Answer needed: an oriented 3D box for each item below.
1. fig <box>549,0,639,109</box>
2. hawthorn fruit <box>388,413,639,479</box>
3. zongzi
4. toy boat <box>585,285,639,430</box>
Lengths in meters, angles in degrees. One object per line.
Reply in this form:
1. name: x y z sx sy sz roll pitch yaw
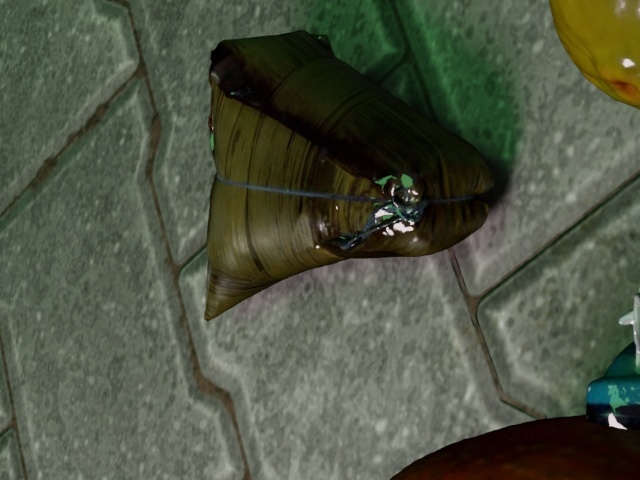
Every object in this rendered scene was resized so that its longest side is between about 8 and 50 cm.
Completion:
1. fig: 0.277 -0.189 1.221 0.230 0.207 0.207 -34 46 -5
2. hawthorn fruit: 0.189 0.248 1.148 0.369 0.285 0.284 -21 61 19
3. zongzi: 0.000 0.000 1.536 0.286 0.138 0.300 39 122 39
4. toy boat: 0.248 0.075 1.096 0.134 0.299 0.092 3 88 17
